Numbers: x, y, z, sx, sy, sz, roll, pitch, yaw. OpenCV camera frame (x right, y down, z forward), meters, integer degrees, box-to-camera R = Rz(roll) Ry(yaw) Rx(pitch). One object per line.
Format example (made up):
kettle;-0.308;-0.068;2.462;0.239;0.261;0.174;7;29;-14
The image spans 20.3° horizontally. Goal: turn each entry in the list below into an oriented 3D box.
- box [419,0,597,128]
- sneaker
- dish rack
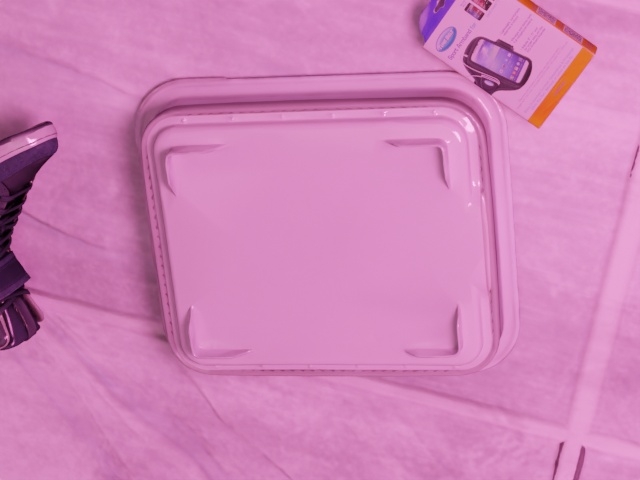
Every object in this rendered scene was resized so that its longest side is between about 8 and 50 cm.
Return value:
box;0.150;-0.164;1.474;0.136;0.028;0.081;36;115;0
sneaker;-0.281;0.003;1.603;0.226;0.086;0.163;-33;90;33
dish rack;0.000;0.000;1.554;0.333;0.072;0.285;-1;111;13
